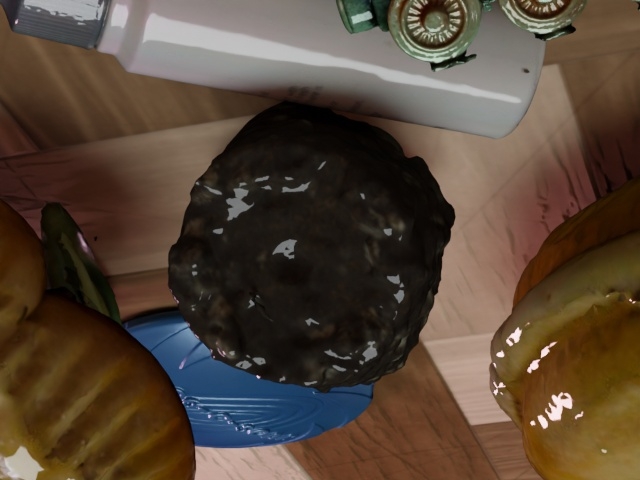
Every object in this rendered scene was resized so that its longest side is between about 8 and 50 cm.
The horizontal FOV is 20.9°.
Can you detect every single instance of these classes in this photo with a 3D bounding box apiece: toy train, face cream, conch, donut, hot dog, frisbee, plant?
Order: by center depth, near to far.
[{"bbox_3d":[0.094,-0.160,0.820,0.194,0.081,0.125,-16,114,6],"label":"toy train"},{"bbox_3d":[-0.041,-0.120,0.900,0.311,0.092,0.092,8,149,-15],"label":"face cream"},{"bbox_3d":[0.002,0.001,0.991,0.146,0.149,0.274,33,-172,-1],"label":"plant"},{"bbox_3d":[-0.261,0.099,1.124,0.367,0.196,0.365,44,144,-10],"label":"hot dog"},{"bbox_3d":[0.332,0.078,1.138,0.449,0.198,0.449,1,150,1],"label":"donut"},{"bbox_3d":[-0.174,0.064,1.222,0.079,0.095,0.201,-22,154,-16],"label":"conch"},{"bbox_3d":[-0.076,0.124,1.380,0.242,0.045,0.242,1,149,1],"label":"frisbee"}]
